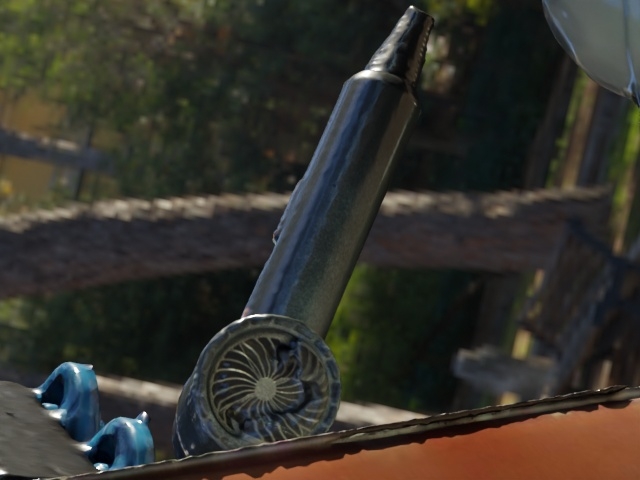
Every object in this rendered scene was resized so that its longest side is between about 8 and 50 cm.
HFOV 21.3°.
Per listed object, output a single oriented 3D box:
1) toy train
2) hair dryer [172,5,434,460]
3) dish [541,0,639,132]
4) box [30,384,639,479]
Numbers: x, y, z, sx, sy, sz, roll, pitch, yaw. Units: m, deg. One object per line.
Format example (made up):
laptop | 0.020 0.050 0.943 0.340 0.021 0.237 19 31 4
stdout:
toy train | -0.246 0.222 1.248 0.300 0.188 0.265 27 106 63
hair dryer | 0.004 -0.007 0.586 0.173 0.050 0.195 130 163 -78
dish | 0.192 -0.215 1.049 0.303 0.120 0.303 -40 -44 -52
box | 0.026 0.220 0.575 0.122 0.344 0.385 59 138 34
